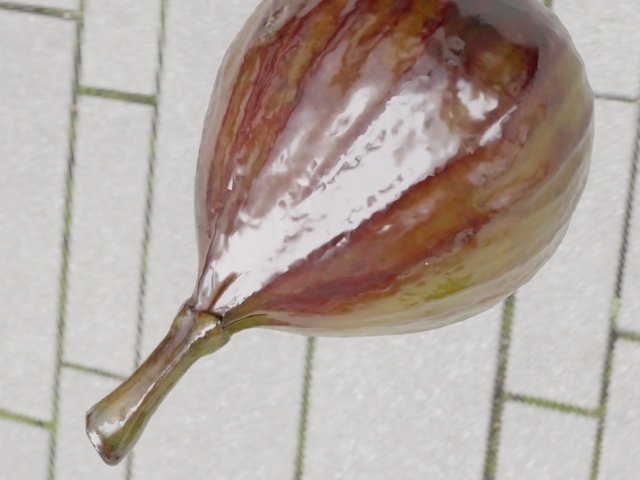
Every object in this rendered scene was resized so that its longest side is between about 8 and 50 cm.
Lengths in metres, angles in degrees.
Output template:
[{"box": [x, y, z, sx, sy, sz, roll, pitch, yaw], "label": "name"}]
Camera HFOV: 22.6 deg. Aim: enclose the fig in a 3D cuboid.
[{"box": [0.000, 0.000, 0.847, 0.217, 0.217, 0.321, 35, 72, 17], "label": "fig"}]
